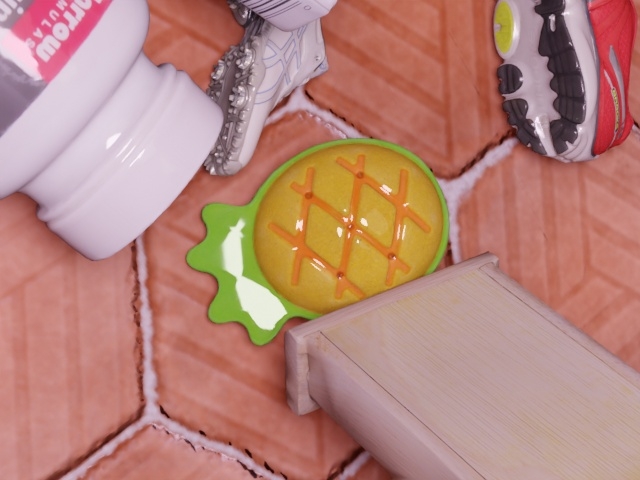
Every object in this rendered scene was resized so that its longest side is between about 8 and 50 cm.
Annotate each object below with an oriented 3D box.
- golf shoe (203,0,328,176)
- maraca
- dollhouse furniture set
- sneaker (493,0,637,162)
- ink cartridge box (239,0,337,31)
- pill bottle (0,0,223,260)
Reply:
[{"bbox_3d":[-0.029,-0.122,1.129,0.086,0.069,0.176,21,78,-31],"label":"golf shoe"},{"bbox_3d":[0.000,0.000,1.120,0.186,0.099,0.127,-22,84,-3],"label":"maraca"},{"bbox_3d":[0.116,0.252,1.103,0.362,0.256,0.394,-20,128,-26],"label":"dollhouse furniture set"},{"bbox_3d":[0.193,-0.200,1.245,0.118,0.107,0.279,-3,91,-46],"label":"sneaker"},{"bbox_3d":[-0.081,-0.351,1.002,0.324,0.071,0.330,32,61,-26],"label":"ink cartridge box"},{"bbox_3d":[-0.217,-0.134,0.967,0.318,0.176,0.176,41,70,-19],"label":"pill bottle"}]
